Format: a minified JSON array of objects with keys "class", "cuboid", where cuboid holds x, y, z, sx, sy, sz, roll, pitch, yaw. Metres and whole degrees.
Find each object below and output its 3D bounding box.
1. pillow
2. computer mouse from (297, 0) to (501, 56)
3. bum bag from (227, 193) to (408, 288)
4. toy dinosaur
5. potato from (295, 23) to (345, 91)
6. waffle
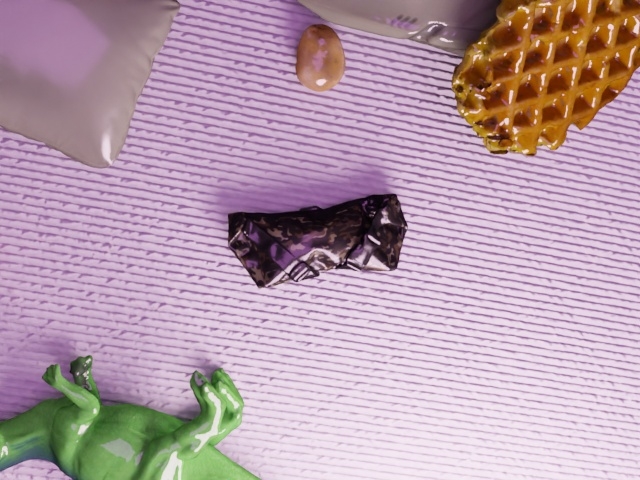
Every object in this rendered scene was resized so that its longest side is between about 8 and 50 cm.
[{"class":"pillow","cuboid":[-0.356,-0.252,1.571,0.322,0.120,0.255,22,93,-16]},{"class":"computer mouse","cuboid":[0.165,-0.355,1.670,0.428,0.145,0.228,10,99,-15]},{"class":"bum bag","cuboid":[0.000,0.001,1.723,0.248,0.069,0.102,-7,101,-10]},{"class":"toy dinosaur","cuboid":[-0.230,0.354,1.692,0.374,0.144,0.500,-28,99,-3]},{"class":"potato","cuboid":[0.000,-0.237,1.690,0.068,0.062,0.083,-24,136,-36]},{"class":"waffle","cuboid":[0.309,-0.235,1.685,0.302,0.068,0.325,-49,141,11]}]
